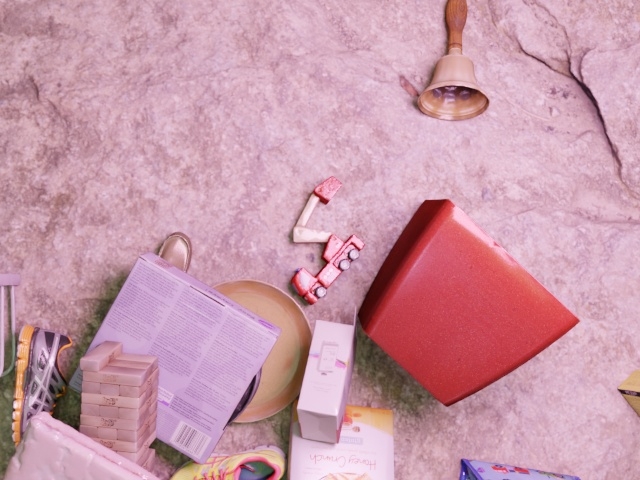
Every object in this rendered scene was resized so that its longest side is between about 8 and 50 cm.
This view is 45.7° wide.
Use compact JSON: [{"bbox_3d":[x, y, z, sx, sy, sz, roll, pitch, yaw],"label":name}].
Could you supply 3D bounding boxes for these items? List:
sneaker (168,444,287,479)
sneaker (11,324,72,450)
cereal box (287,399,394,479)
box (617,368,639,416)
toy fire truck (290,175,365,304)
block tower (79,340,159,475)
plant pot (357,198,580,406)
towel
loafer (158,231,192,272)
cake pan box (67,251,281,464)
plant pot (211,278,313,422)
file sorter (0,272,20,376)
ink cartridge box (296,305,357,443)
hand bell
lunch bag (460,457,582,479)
[{"bbox_3d":[-0.153,0.382,1.218,0.208,0.094,0.082,-17,88,-9],"label":"sneaker"},{"bbox_3d":[-0.443,0.243,1.200,0.083,0.084,0.215,5,88,-23],"label":"sneaker"},{"bbox_3d":[0.032,0.384,1.219,0.172,0.047,0.240,7,55,-9],"label":"cereal box"},{"bbox_3d":[0.636,0.337,1.346,0.058,0.087,0.232,-38,89,-11],"label":"box"},{"bbox_3d":[0.000,0.000,1.307,0.135,0.047,0.192,42,80,-2],"label":"toy fire truck"},{"bbox_3d":[-0.305,0.329,1.147,0.097,0.091,0.336,4,100,7],"label":"block tower"},{"bbox_3d":[0.205,0.108,1.234,0.267,0.267,0.236,43,93,-2],"label":"plant pot"},{"bbox_3d":[-0.337,0.454,1.100,0.316,0.053,0.332,28,104,1],"label":"towel"},{"bbox_3d":[-0.251,0.057,1.261,0.056,0.050,0.148,16,83,-8],"label":"loafer"},{"bbox_3d":[-0.224,0.186,1.200,0.266,0.070,0.246,29,99,2],"label":"cake pan box"},{"bbox_3d":[-0.129,0.183,1.276,0.236,0.032,0.237,1,84,-8],"label":"plant pot"},{"bbox_3d":[-0.565,0.136,1.096,0.192,0.277,0.173,-2,88,-9],"label":"file sorter"},{"bbox_3d":[0.015,0.211,1.228,0.067,0.115,0.198,8,54,8],"label":"ink cartridge box"},{"bbox_3d":[0.245,-0.353,1.368,0.126,0.126,0.242,9,71,-7],"label":"hand bell"},{"bbox_3d":[0.360,0.448,1.186,0.220,0.293,0.138,11,82,-7],"label":"lunch bag"}]
